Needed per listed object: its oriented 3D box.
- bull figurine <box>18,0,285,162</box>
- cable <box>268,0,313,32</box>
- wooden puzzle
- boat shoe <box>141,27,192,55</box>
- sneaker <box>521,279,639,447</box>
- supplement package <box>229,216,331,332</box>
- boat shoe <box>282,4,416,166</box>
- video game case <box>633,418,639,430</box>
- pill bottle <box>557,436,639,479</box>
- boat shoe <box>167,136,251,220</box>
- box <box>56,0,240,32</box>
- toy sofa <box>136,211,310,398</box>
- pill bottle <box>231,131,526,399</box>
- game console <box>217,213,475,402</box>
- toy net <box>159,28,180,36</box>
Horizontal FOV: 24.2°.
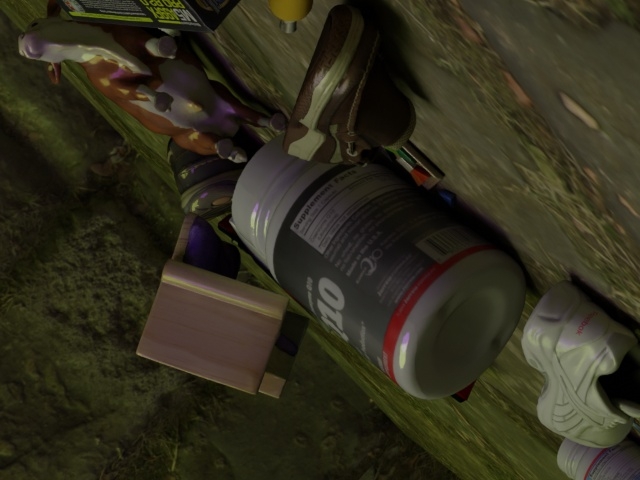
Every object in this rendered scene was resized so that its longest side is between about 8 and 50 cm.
[{"bbox_3d":[-0.188,-0.178,1.694,0.310,0.101,0.188,26,180,-40],"label":"bull figurine"},{"bbox_3d":[-0.030,-0.237,0.987,0.139,0.072,0.287,60,161,4],"label":"cable"},{"bbox_3d":[0.080,-0.074,1.371,0.116,0.014,0.078,42,173,7],"label":"wooden puzzle"},{"bbox_3d":[-0.192,-0.233,1.775,0.072,0.068,0.190,16,158,40],"label":"boat shoe"},{"bbox_3d":[0.253,0.135,1.324,0.115,0.090,0.232,32,165,35],"label":"sneaker"},{"bbox_3d":[0.000,0.000,1.732,0.134,0.139,0.244,43,174,11],"label":"supplement package"},{"bbox_3d":[0.033,-0.114,1.178,0.095,0.095,0.257,20,172,-2],"label":"boat shoe"},{"bbox_3d":[0.284,0.141,1.484,0.166,0.015,0.119,40,172,26],"label":"video game case"},{"bbox_3d":[0.337,0.268,1.636,0.160,0.087,0.087,37,170,45],"label":"pill bottle"},{"bbox_3d":[-0.145,-0.105,2.116,0.355,0.132,0.130,161,88,-87],"label":"boat shoe"},{"bbox_3d":[-0.216,-0.291,1.372,0.270,0.060,0.216,15,153,53],"label":"box"},{"bbox_3d":[-0.101,0.089,1.842,0.150,0.177,0.362,19,174,6],"label":"toy sofa"},{"bbox_3d":[0.049,0.015,1.464,0.283,0.161,0.161,38,171,37],"label":"pill bottle"},{"bbox_3d":[0.029,0.088,2.076,0.386,0.060,0.342,37,173,-9],"label":"game console"},{"bbox_3d":[-0.198,-0.296,1.528,0.122,0.045,0.232,17,158,46],"label":"toy net"}]
